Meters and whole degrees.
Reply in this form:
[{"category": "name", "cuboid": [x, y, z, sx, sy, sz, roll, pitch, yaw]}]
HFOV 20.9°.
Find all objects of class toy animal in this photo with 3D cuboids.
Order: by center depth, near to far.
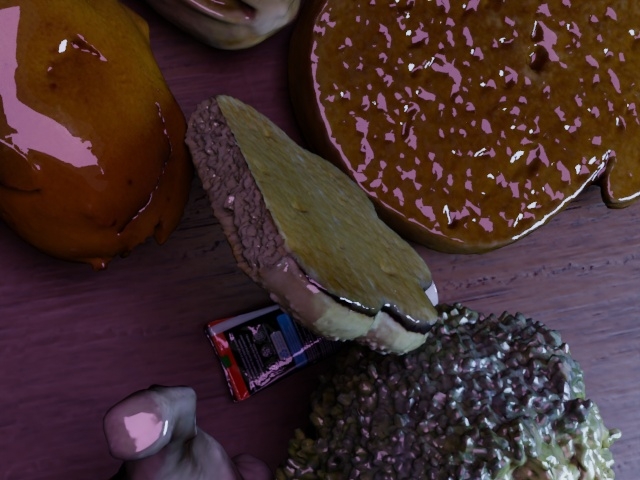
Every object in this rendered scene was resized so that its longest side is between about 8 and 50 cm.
[{"category": "toy animal", "cuboid": [-0.175, 0.266, 1.267, 0.344, 0.303, 0.194, -34, 84, 4]}]

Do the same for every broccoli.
[{"category": "broccoli", "cuboid": [0.109, 0.174, 1.342, 0.288, 0.235, 0.260, -22, 75, -28]}]

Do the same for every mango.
[{"category": "mango", "cuboid": [-0.211, -0.113, 1.364, 0.201, 0.152, 0.287, -21, 85, -24]}]

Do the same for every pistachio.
[{"category": "pistachio", "cuboid": [-0.104, -0.248, 1.448, 0.206, 0.131, 0.129, 39, 114, -1]}]

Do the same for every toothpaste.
[{"category": "toothpaste", "cuboid": [0.002, 0.067, 1.450, 0.193, 0.045, 0.071, -22, 77, -13]}]

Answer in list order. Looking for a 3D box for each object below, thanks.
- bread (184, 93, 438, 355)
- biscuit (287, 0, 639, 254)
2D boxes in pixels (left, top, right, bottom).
[{"category": "bread", "cuboid": [0.000, 0.000, 1.319, 0.207, 0.286, 0.056, 32, 110, -30]}, {"category": "biscuit", "cuboid": [0.161, -0.163, 1.532, 0.350, 0.070, 0.394, 47, 71, -4]}]
